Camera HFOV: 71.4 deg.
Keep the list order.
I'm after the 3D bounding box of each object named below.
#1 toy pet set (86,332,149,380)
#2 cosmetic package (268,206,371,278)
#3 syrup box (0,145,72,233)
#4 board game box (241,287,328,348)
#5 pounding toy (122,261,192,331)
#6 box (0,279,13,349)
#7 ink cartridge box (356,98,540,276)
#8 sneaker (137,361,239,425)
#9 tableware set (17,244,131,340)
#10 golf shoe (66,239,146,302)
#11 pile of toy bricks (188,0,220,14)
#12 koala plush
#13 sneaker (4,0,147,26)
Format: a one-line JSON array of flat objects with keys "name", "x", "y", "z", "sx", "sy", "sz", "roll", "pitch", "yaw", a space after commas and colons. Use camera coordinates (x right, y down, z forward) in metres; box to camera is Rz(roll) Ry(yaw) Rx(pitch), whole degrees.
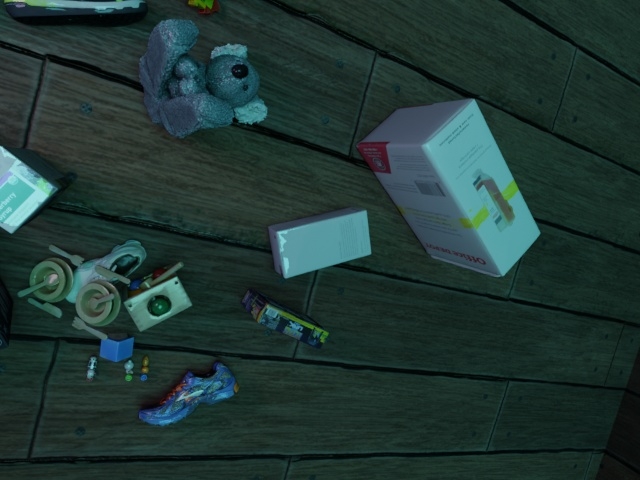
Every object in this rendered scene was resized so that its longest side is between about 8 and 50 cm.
[{"name": "toy pet set", "x": -0.420, "y": 0.255, "z": 0.932, "sx": 0.122, "sy": 0.065, "sz": 0.114, "roll": 6, "pitch": 98, "yaw": -26}, {"name": "cosmetic package", "x": 0.000, "y": 0.000, "z": 1.062, "sx": 0.231, "sy": 0.085, "sz": 0.117, "roll": -13, "pitch": 105, "yaw": -20}, {"name": "syrup box", "x": -0.491, "y": -0.089, "z": 0.732, "sx": 0.096, "sy": 0.237, "sz": 0.093, "roll": 44, "pitch": 80, "yaw": -25}, {"name": "board game box", "x": -0.085, "y": 0.178, "z": 1.026, "sx": 0.170, "sy": 0.141, "sz": 0.048, "roll": 30, "pitch": 85, "yaw": -26}, {"name": "pounding toy", "x": -0.327, "y": 0.100, "z": 0.900, "sx": 0.130, "sy": 0.141, "sz": 0.100, "roll": -28, "pitch": 110, "yaw": -17}, {"name": "box", "x": -0.641, "y": 0.073, "z": 0.719, "sx": 0.164, "sy": 0.142, "sz": 0.247, "roll": -18, "pitch": 125, "yaw": -20}, {"name": "ink cartridge box", "x": 0.303, "y": -0.123, "z": 1.067, "sx": 0.160, "sy": 0.279, "sz": 0.384, "roll": -43, "pitch": 115, "yaw": -12}, {"name": "sneaker", "x": -0.301, "y": 0.342, "z": 1.007, "sx": 0.221, "sy": 0.083, "sz": 0.087, "roll": -19, "pitch": 94, "yaw": -26}, {"name": "tableware set", "x": -0.468, "y": 0.097, "z": 0.835, "sx": 0.194, "sy": 0.039, "sz": 0.128, "roll": 22, "pitch": 91, "yaw": 10}, {"name": "golf shoe", "x": -0.428, "y": 0.065, "z": 0.878, "sx": 0.176, "sy": 0.086, "sz": 0.069, "roll": -39, "pitch": 116, "yaw": -11}, {"name": "pile of toy bricks", "x": -0.175, "y": -0.543, "z": 0.870, "sx": 0.105, "sy": 0.118, "sz": 0.212, "roll": 22, "pitch": 81, "yaw": -59}, {"name": "koala plush", "x": -0.213, "y": -0.305, "z": 0.871, "sx": 0.221, "sy": 0.203, "sz": 0.196, "roll": -30, "pitch": 100, "yaw": -39}, {"name": "sneaker", "x": -0.428, "y": -0.435, "z": 0.775, "sx": 0.235, "sy": 0.084, "sz": 0.097, "roll": -10, "pitch": 103, "yaw": -23}]
